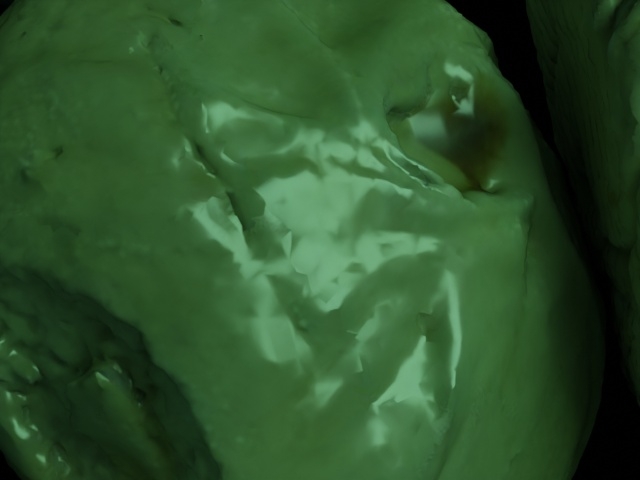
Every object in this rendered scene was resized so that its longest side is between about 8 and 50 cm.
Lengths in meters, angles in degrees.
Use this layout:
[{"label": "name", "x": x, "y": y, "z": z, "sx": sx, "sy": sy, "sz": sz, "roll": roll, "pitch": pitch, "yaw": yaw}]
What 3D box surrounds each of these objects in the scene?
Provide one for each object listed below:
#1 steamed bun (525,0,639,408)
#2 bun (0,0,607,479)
[{"label": "steamed bun", "x": 0.226, "y": -0.046, "z": 0.842, "sx": 0.289, "sy": 0.203, "sz": 0.276, "roll": -102, "pitch": 179, "yaw": -53}, {"label": "bun", "x": 0.003, "y": -0.004, "z": 0.829, "sx": 0.364, "sy": 0.202, "sz": 0.364, "roll": 21, "pitch": 55, "yaw": -33}]
